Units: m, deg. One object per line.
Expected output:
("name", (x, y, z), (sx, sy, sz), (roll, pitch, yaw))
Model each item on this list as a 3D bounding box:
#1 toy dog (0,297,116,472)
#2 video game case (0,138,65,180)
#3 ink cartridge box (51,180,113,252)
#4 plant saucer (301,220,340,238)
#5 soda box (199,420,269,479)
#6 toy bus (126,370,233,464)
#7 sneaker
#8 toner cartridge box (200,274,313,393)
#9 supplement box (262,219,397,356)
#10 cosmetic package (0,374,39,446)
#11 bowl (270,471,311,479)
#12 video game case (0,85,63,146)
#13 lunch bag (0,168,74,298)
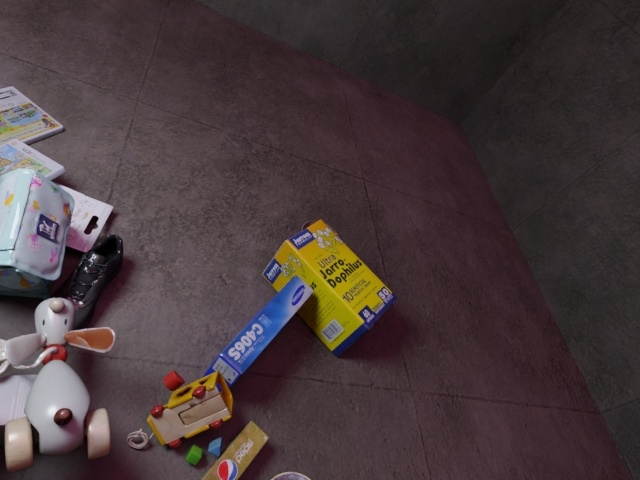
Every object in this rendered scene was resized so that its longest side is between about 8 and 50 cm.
("toy dog", (-0.473, 0.236, 0.776), (0.220, 0.161, 0.334), (-22, 66, -47))
("video game case", (-0.820, -0.174, 1.128), (0.193, 0.023, 0.212), (28, 49, 15))
("ink cartridge box", (-0.707, -0.063, 1.158), (0.232, 0.066, 0.189), (28, 41, -24))
("plant saucer", (0.000, 0.000, 1.615), (0.168, 0.029, 0.168), (19, 45, -20))
("soda box", (-0.201, 0.505, 0.994), (0.061, 0.058, 0.181), (43, 41, 5))
("toy bus", (-0.299, 0.381, 0.990), (0.202, 0.191, 0.104), (21, 7, -10))
("sneaker", (-0.566, 0.095, 1.052), (0.109, 0.130, 0.286), (25, 44, -18))
("toner cartridge box", (-0.161, 0.249, 1.174), (0.075, 0.165, 0.348), (42, 42, 3))
("supplement box", (0.026, 0.145, 1.377), (0.356, 0.195, 0.194), (46, 42, 9))
("cosmetic package", (-0.617, 0.321, 0.814), (0.238, 0.127, 0.107), (4, 50, -31))
("bowl", (-0.077, 0.615, 0.966), (0.170, 0.080, 0.170), (19, 45, -20))
("video game case", (-0.928, -0.354, 1.278), (0.206, 0.026, 0.227), (38, 40, 0))
("lunch bag", (-0.642, -0.007, 0.951), (0.160, 0.262, 0.223), (11, 65, -27))
